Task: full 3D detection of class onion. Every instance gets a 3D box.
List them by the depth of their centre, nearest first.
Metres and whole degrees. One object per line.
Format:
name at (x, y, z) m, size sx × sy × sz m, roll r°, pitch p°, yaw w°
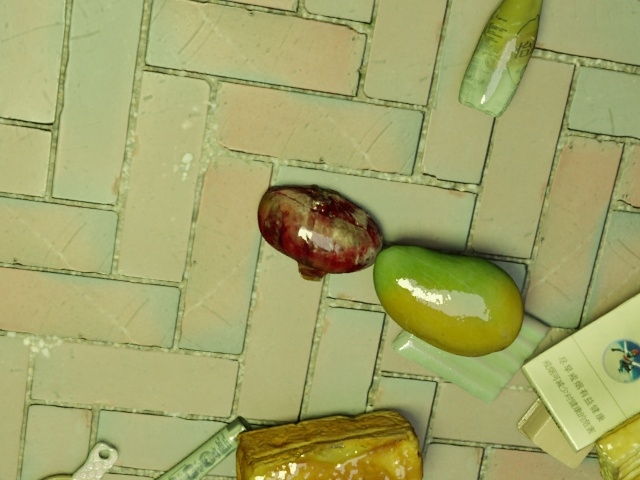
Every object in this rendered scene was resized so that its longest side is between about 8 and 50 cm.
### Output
onion at (0.000, 0.000, 1.720) m, size 0.205 × 0.098 × 0.151 m, roll 12°, pitch 104°, yaw -12°

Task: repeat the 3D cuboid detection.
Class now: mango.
mango at (0.195, 0.092, 1.729) m, size 0.251 × 0.114 × 0.156 m, roll 18°, pitch 112°, yaw -12°

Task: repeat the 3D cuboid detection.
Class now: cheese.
cheese at (-0.405, 0.422, 1.813) m, size 0.137 × 0.064 × 0.227 m, roll 34°, pitch 99°, yaw -18°

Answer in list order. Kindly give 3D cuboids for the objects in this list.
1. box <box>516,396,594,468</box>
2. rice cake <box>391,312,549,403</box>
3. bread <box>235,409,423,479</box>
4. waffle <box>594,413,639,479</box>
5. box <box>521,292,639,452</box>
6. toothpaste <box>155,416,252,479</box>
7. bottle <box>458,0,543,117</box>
box at (0.407, 0.326, 1.896) m, size 0.122 × 0.062 × 0.089 m, roll 34°, pitch 99°, yaw -15°
rice cake at (0.249, 0.161, 1.836) m, size 0.198 × 0.037 × 0.189 m, roll 38°, pitch 97°, yaw -16°
bread at (0.013, 0.359, 1.790) m, size 0.294 × 0.167 × 0.132 m, roll -7°, pitch 98°, yaw -13°
waffle at (0.539, 0.339, 1.836) m, size 0.168 × 0.057 × 0.274 m, roll -30°, pitch 151°, yaw 0°
box at (0.479, 0.210, 1.821) m, size 0.256 × 0.069 × 0.164 m, roll -31°, pitch 74°, yaw 0°
toothpaste at (-0.212, 0.378, 1.839) m, size 0.239 × 0.039 × 0.062 m, roll -40°, pitch 96°, yaw 6°
bottle at (0.290, -0.319, 1.671) m, size 0.083 × 0.083 × 0.270 m, roll 22°, pitch 98°, yaw -14°
